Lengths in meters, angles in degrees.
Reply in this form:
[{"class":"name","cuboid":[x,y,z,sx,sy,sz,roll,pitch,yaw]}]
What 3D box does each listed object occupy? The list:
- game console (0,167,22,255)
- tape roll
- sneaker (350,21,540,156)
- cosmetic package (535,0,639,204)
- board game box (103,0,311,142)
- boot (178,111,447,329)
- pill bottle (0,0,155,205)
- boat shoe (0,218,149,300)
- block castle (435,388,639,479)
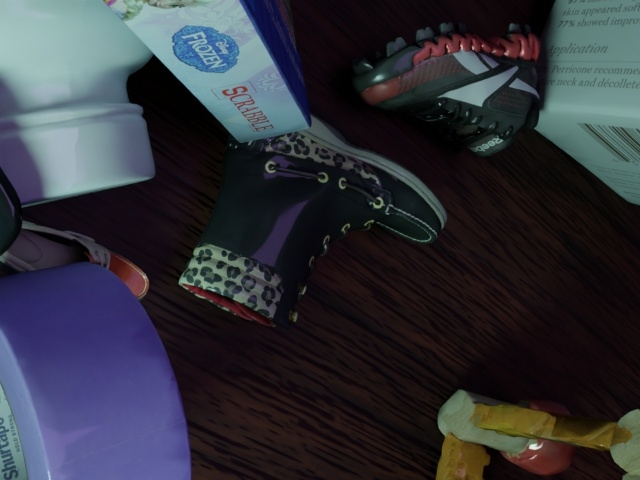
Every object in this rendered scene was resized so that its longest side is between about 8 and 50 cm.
[{"class":"game console","cuboid":[-0.307,-0.022,0.280,0.293,0.173,0.250,-31,107,-8]},{"class":"tape roll","cuboid":[-0.161,0.111,0.458,0.080,0.189,0.189,-11,94,-41]},{"class":"sneaker","cuboid":[0.146,-0.152,0.803,0.276,0.097,0.135,-14,94,-42]},{"class":"cosmetic package","cuboid":[0.509,-0.252,0.917,0.327,0.329,0.394,26,87,-36]},{"class":"board game box","cuboid":[-0.084,-0.254,0.476,0.318,0.066,0.318,40,39,-81]},{"class":"boot","cuboid":[-0.002,0.000,0.676,0.236,0.085,0.179,28,71,-29]},{"class":"pill bottle","cuboid":[-0.196,-0.180,0.458,0.176,0.176,0.318,-16,97,-40]},{"class":"boat shoe","cuboid":[-0.178,0.016,0.547,0.137,0.043,0.049,26,69,-38]},{"class":"block castle","cuboid":[0.249,0.377,0.723,0.213,0.303,0.453,21,73,-31]}]
